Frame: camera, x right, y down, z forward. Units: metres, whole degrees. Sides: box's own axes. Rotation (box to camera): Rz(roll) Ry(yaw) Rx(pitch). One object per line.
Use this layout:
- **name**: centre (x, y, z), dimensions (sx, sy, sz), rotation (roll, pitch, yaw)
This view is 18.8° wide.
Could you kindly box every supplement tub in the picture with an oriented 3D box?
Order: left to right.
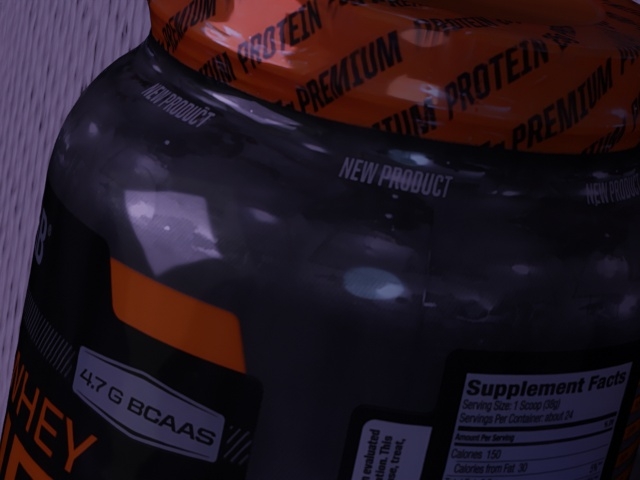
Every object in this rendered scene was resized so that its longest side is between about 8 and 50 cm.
- **supplement tub**: centre (-0.003, 0.073, 0.646), dimensions (0.207, 0.207, 0.338), rotation (-127, 47, -65)
